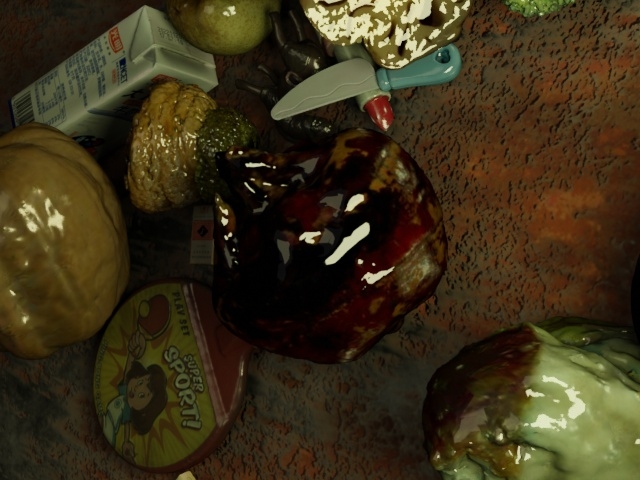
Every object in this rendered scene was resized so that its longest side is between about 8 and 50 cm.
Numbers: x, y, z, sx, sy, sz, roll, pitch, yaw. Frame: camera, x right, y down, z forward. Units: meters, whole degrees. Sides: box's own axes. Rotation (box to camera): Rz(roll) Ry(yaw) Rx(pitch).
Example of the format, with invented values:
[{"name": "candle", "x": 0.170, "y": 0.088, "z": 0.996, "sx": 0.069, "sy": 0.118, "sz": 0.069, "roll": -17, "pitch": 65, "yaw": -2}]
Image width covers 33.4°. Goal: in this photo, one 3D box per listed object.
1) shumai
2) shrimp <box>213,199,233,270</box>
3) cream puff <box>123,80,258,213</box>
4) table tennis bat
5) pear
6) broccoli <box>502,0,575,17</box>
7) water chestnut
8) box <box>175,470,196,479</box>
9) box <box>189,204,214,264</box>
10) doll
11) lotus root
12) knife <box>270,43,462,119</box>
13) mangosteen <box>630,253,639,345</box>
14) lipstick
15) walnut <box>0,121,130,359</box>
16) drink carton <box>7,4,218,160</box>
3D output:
[{"name": "shumai", "x": 0.222, "y": 0.211, "z": 1.024, "sx": 0.309, "sy": 0.263, "sz": 0.304, "roll": -37, "pitch": 62, "yaw": 27}, {"name": "shrimp", "x": -0.124, "y": -0.001, "z": 1.462, "sx": 0.091, "sy": 0.025, "sz": 0.127, "roll": -40, "pitch": 64, "yaw": 27}, {"name": "cream puff", "x": -0.158, "y": -0.112, "z": 1.437, "sx": 0.168, "sy": 0.183, "sz": 0.183, "roll": 14, "pitch": 92, "yaw": 10}, {"name": "table tennis bat", "x": -0.176, "y": 0.166, "z": 1.467, "sx": 0.414, "sy": 0.051, "sz": 0.268, "roll": -30, "pitch": 67, "yaw": 33}, {"name": "pear", "x": -0.131, "y": -0.334, "z": 1.444, "sx": 0.167, "sy": 0.136, "sz": 0.167, "roll": -4, "pitch": 83, "yaw": 32}, {"name": "broccoli", "x": 0.238, "y": -0.362, "z": 1.151, "sx": 0.197, "sy": 0.176, "sz": 0.226, "roll": 12, "pitch": 112, "yaw": 26}, {"name": "water chestnut", "x": 0.000, "y": 0.000, "z": 1.233, "sx": 0.289, "sy": 0.244, "sz": 0.289, "roll": -3, "pitch": 84, "yaw": 36}, {"name": "box", "x": -0.206, "y": 0.394, "z": 1.471, "sx": 0.149, "sy": 0.020, "sz": 0.073, "roll": -53, "pitch": 57, "yaw": 18}, {"name": "box", "x": -0.162, "y": -0.008, "z": 1.500, "sx": 0.046, "sy": 0.012, "sz": 0.083, "roll": 0, "pitch": 85, "yaw": 38}, {"name": "doll", "x": -0.031, "y": -0.199, "z": 1.394, "sx": 0.165, "sy": 0.057, "sz": 0.139, "roll": 49, "pitch": 127, "yaw": 17}, {"name": "lotus root", "x": 0.058, "y": -0.311, "z": 1.272, "sx": 0.199, "sy": 0.188, "sz": 0.180, "roll": -29, "pitch": 23, "yaw": -5}, {"name": "knife", "x": 0.052, "y": -0.198, "z": 1.305, "sx": 0.244, "sy": 0.032, "sz": 0.058, "roll": -11, "pitch": 77, "yaw": 15}, {"name": "mangosteen", "x": 0.425, "y": 0.048, "z": 0.908, "sx": 0.302, "sy": 0.275, "sz": 0.275, "roll": 31, "pitch": 103, "yaw": 19}, {"name": "lipstick", "x": 0.049, "y": -0.215, "z": 1.347, "sx": 0.063, "sy": 0.057, "sz": 0.186, "roll": -23, "pitch": 73, "yaw": 3}, {"name": "walnut", "x": -0.424, "y": 0.010, "z": 1.514, "sx": 0.306, "sy": 0.306, "sz": 0.344, "roll": 16, "pitch": 129, "yaw": 37}, {"name": "drink carton", "x": -0.309, "y": -0.218, "z": 1.567, "sx": 0.315, "sy": 0.130, "sz": 0.107, "roll": -26, "pitch": 70, "yaw": 32}]
